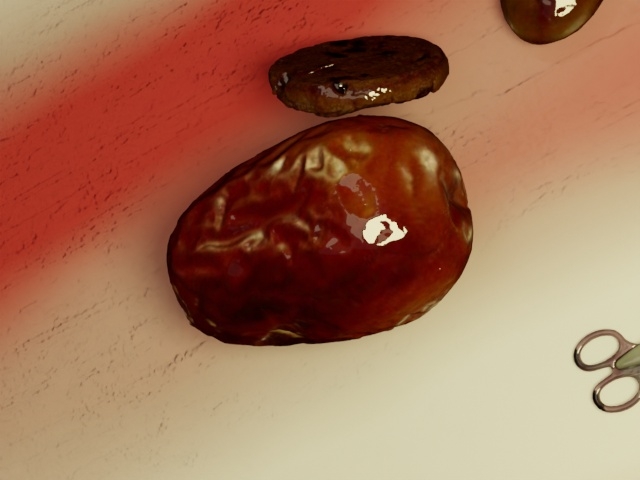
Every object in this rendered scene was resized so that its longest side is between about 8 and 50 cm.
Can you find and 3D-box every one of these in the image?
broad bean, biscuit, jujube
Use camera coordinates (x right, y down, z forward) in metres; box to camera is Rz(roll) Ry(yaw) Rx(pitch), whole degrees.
[{"bbox_3d":[0.250,-0.284,1.415,0.114,0.084,0.165,43,104,38],"label":"broad bean"},{"bbox_3d":[0.040,-0.175,1.433,0.192,0.192,0.049,6,118,21],"label":"biscuit"},{"bbox_3d":[0.000,0.000,1.397,0.318,0.223,0.223,-19,75,21],"label":"jujube"}]

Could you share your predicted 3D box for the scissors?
[{"bbox_3d":[0.341,0.103,1.347,0.176,0.022,0.085,-29,68,16],"label":"scissors"}]
